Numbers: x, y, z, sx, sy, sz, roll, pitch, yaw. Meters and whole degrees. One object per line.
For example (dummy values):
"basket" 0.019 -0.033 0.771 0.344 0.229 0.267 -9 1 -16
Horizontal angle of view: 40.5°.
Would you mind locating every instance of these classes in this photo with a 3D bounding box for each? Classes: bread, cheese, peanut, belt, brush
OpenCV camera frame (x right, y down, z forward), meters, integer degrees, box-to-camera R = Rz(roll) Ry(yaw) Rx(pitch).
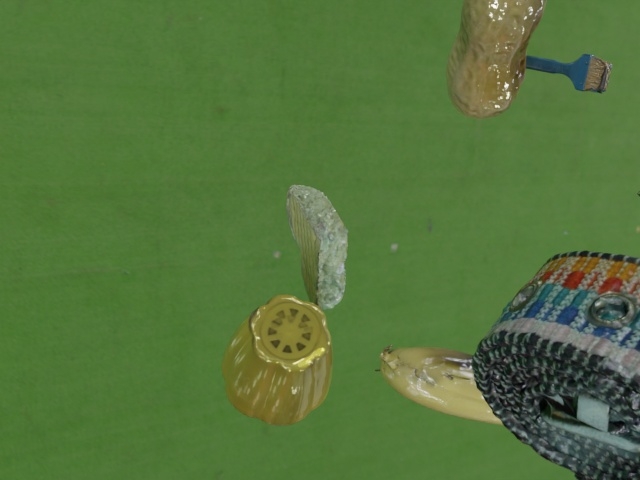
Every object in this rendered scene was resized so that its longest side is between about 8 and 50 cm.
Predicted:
"bread" 0.000 0.000 1.489 0.064 0.172 0.232 -11 78 -18
"cheese" 0.260 0.292 1.777 0.316 0.260 0.128 23 78 -24
"peanut" 0.238 -0.281 1.166 0.274 0.111 0.125 98 9 -54
"belt" 0.293 0.118 0.789 0.160 0.295 0.206 -43 118 -27
"brush" 0.341 -0.247 1.245 0.014 0.164 0.051 -5 110 -42

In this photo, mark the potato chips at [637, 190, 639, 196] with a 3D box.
"potato chips" 0.630 -0.116 1.394 0.220 0.202 0.029 -14 78 -42

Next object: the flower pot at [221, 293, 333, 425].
"flower pot" -0.065 0.190 1.456 0.195 0.195 0.179 -35 160 -27
